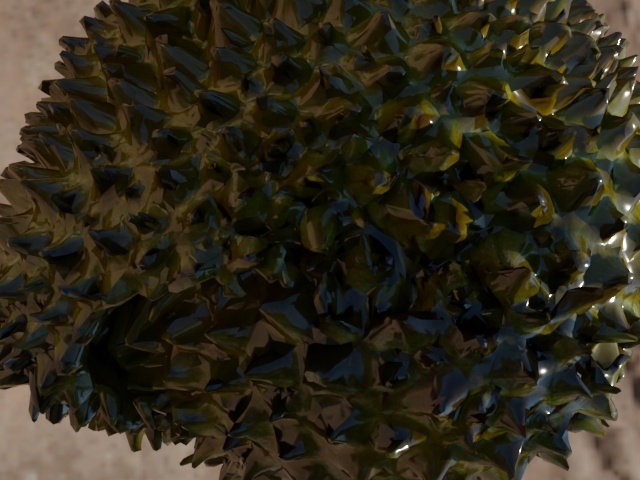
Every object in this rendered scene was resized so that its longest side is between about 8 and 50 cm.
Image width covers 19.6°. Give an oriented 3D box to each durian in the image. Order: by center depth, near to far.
[{"bbox_3d":[0.002,-0.007,0.761,0.258,0.292,0.258,-176,-90,-89],"label":"durian"}]
